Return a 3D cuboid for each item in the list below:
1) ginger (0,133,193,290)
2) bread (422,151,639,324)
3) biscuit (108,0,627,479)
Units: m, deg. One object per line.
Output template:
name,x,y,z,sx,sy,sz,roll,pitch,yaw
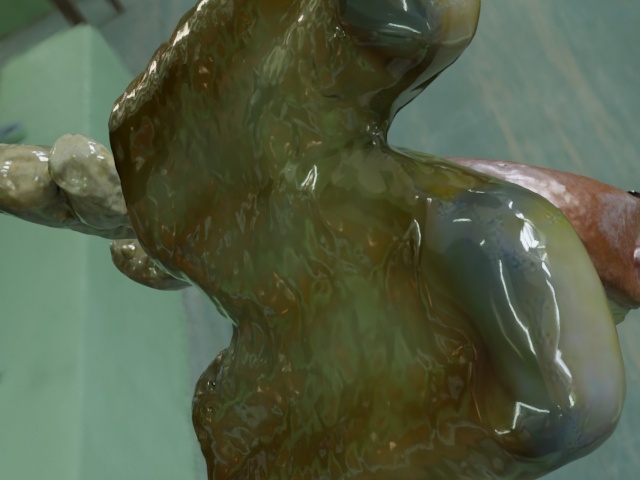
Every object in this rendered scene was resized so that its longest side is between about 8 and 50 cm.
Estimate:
ginger,-0.148,-0.029,0.830,0.149,0.258,0.065,-14,64,41
bread,0.165,0.006,1.260,0.244,0.190,0.123,2,67,3
biscuit,0.000,0.000,0.599,0.062,0.237,0.290,-12,-14,-30
